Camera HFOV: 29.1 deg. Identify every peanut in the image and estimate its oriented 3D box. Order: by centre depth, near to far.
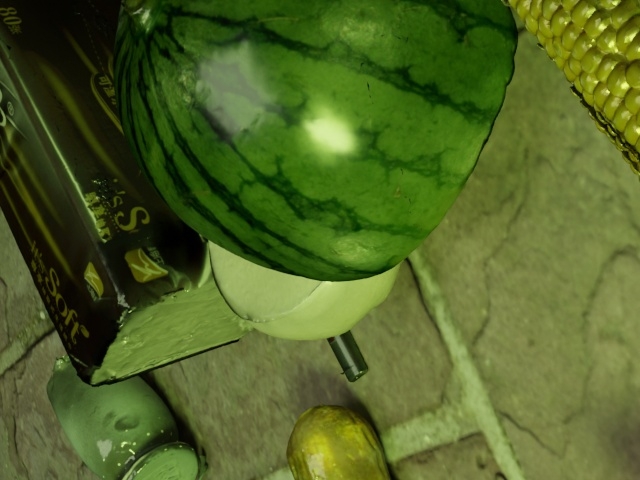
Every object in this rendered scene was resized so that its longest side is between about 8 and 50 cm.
[{"bbox_3d":[0.035,0.240,1.075,0.087,0.087,0.206,-42,67,52],"label":"peanut"}]

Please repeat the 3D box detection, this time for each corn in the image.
[{"bbox_3d":[0.189,-0.119,0.706,0.317,0.115,0.115,57,142,24],"label":"corn"}]

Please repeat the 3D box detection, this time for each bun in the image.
[{"bbox_3d":[0.000,0.000,0.997,0.173,0.120,0.172,-13,70,39],"label":"bun"}]

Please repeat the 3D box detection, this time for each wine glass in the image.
[{"bbox_3d":[-0.227,0.210,1.396,0.204,0.111,0.111,43,134,36],"label":"wine glass"}]

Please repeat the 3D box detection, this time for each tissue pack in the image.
[{"bbox_3d":[-0.194,-0.075,1.167,0.370,0.210,0.198,60,148,17],"label":"tissue pack"}]

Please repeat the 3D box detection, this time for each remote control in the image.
[{"bbox_3d":[0.012,0.084,1.104,0.034,0.016,0.091,-44,68,46],"label":"remote control"}]

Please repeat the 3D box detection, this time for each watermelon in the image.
[{"bbox_3d":[-0.033,-0.143,0.858,0.331,0.189,0.330,-2,88,43],"label":"watermelon"}]
